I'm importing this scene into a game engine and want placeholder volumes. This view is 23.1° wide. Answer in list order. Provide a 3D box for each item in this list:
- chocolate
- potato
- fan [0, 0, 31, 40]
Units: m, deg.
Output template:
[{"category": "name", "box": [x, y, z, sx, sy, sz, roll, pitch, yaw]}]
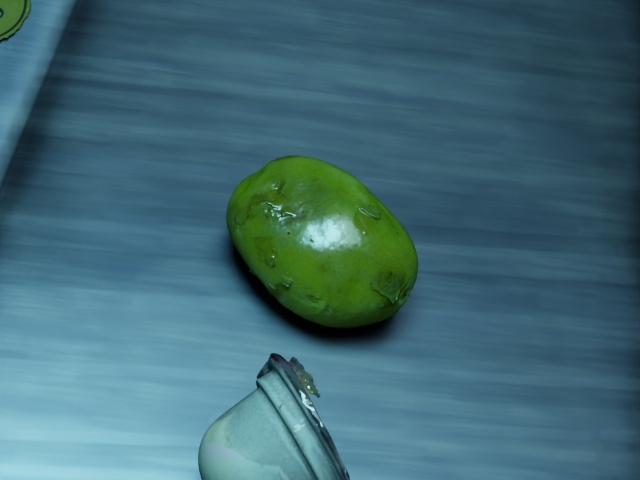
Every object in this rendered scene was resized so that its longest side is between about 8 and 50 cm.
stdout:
[{"category": "chocolate", "box": [-0.060, 0.232, 1.694, 0.147, 0.221, 0.221, -21, 56, -7]}, {"category": "potato", "box": [0.000, 0.000, 1.913, 0.253, 0.148, 0.186, 27, 46, 9]}, {"category": "fan", "box": [-0.542, -0.328, 2.137, 0.335, 0.011, 0.229, -27, 61, -32]}]
